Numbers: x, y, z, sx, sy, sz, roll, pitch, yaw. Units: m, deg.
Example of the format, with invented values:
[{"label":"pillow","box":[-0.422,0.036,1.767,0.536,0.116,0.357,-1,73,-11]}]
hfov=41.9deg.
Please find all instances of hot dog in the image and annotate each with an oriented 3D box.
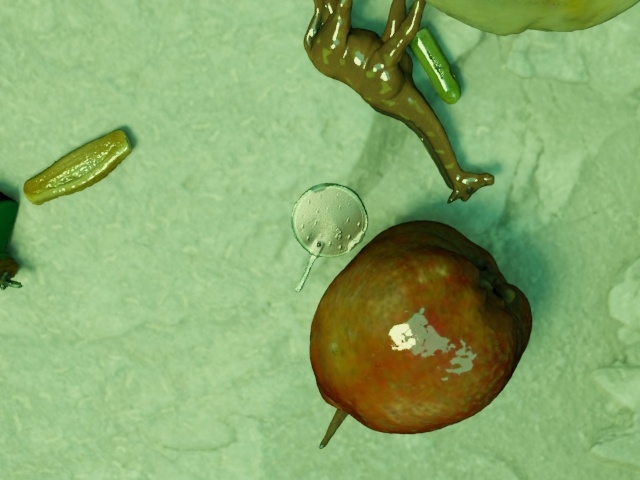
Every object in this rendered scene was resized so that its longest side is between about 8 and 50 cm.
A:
[{"label":"hot dog","box":[-0.265,-0.076,0.921,0.137,0.028,0.044,-29,75,9]}]

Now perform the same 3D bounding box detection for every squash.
[{"label":"squash","box":[0.120,-0.178,0.864,0.027,0.027,0.083,-32,101,12]}]

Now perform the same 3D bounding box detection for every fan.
[{"label":"fan","box":[0.000,0.000,0.931,0.085,0.005,0.133,23,104,-2]}]

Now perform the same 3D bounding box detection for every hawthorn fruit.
[{"label":"hawthorn fruit","box":[0.079,0.110,0.855,0.210,0.210,0.262,43,111,-7]}]

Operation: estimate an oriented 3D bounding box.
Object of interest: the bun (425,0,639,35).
[{"label":"bun","box":[0.179,-0.355,0.712,0.365,0.219,0.365,-1,95,-7]}]

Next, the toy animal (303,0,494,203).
[{"label":"toy animal","box":[0.086,-0.159,0.847,0.224,0.066,0.230,16,126,12]}]

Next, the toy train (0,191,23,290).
[{"label":"toy train","box":[-0.428,-0.009,0.923,0.227,0.091,0.136,22,95,0]}]
